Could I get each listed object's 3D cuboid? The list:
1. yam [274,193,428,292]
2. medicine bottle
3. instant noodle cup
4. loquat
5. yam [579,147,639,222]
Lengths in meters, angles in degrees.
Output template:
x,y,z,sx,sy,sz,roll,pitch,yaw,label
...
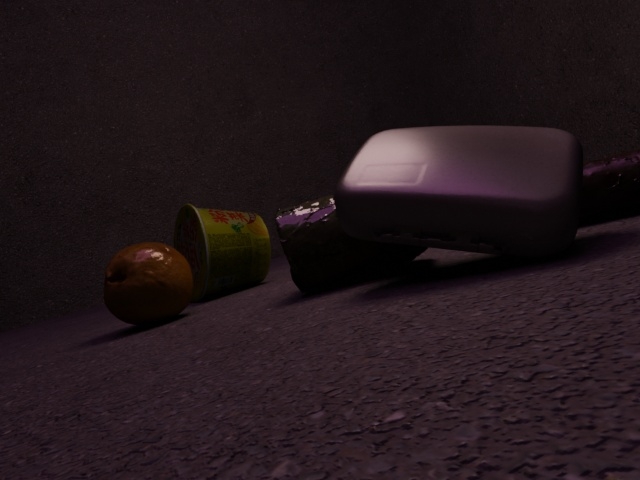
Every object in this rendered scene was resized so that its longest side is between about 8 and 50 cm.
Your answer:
x,y,z,sx,sy,sz,roll,pitch,yaw,label
0.069,-0.015,0.967,0.301,0.194,0.195,-15,2,-1,yam
0.222,-0.094,0.771,0.376,0.122,0.282,6,41,27,medicine bottle
-0.307,0.031,1.448,0.222,0.310,0.311,-4,-5,-33,instant noodle cup
-0.411,0.105,1.107,0.208,0.207,0.208,-15,1,0,loquat
0.521,-0.094,0.917,0.280,0.130,0.131,-15,1,22,yam
